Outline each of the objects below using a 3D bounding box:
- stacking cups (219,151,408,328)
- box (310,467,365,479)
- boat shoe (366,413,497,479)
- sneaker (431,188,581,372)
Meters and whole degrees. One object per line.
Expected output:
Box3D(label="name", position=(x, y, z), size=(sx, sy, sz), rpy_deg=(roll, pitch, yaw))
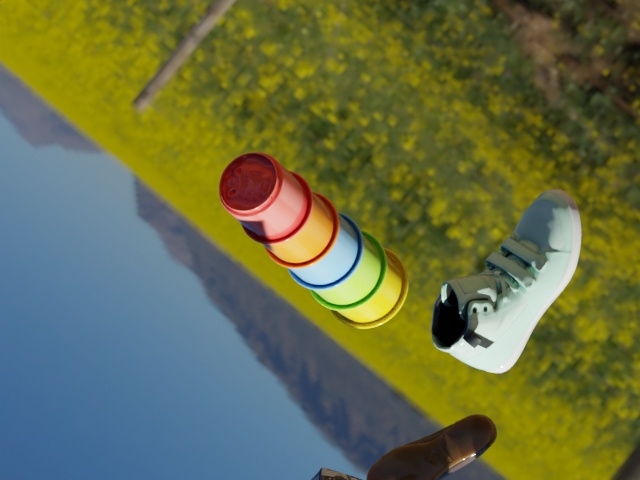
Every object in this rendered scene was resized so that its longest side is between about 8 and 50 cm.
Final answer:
Box3D(label="stacking cups", position=(0.000, 0.000, 1.395), size=(0.096, 0.096, 0.316), rpy_deg=(39, 177, 27))
Box3D(label="box", position=(-0.040, 0.461, 1.769), size=(0.077, 0.307, 0.242), rpy_deg=(21, -134, -15))
Box3D(label="boat shoe", position=(0.169, 0.324, 2.112), size=(0.073, 0.207, 0.073), rpy_deg=(66, -174, 15))
Box3D(label="sneaker", position=(0.233, 0.044, 1.801), size=(0.094, 0.255, 0.151), rpy_deg=(29, -173, 41))
